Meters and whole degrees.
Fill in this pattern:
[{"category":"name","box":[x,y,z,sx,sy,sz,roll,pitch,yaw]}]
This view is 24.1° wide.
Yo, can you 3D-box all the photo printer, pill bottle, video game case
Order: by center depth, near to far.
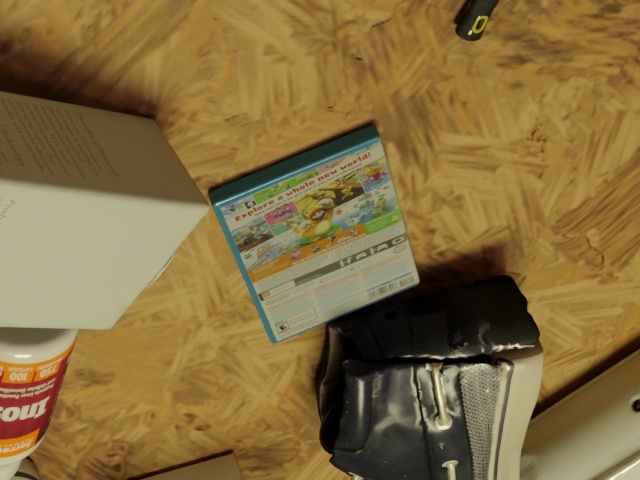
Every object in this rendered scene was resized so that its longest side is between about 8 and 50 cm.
[{"category":"pill bottle","box":[-0.212,0.091,0.978,0.086,0.086,0.152,-1,135,-26]},{"category":"video game case","box":[0.000,0.000,1.042,0.119,0.015,0.166,-22,141,-2]},{"category":"photo printer","box":[0.309,0.198,1.345,0.307,0.107,0.256,-36,139,14]}]

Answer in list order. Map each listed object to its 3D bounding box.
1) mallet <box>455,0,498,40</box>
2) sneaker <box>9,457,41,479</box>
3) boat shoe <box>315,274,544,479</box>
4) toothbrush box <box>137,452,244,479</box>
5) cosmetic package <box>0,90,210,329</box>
[{"category":"mallet","box":[0.134,-0.193,0.887,0.062,0.039,0.190,-7,142,-24]},{"category":"sneaker","box":[-0.284,0.309,1.153,0.126,0.127,0.321,0,136,-29]},{"category":"boat shoe","box":[0.073,0.171,1.201,0.158,0.127,0.340,-7,130,-10]},{"category":"toothbrush box","box":[-0.078,0.347,1.173,0.122,0.283,0.206,-13,139,-12]},{"category":"cosmetic package","box":[-0.187,-0.017,0.838,0.117,0.085,0.231,-48,151,24]}]
